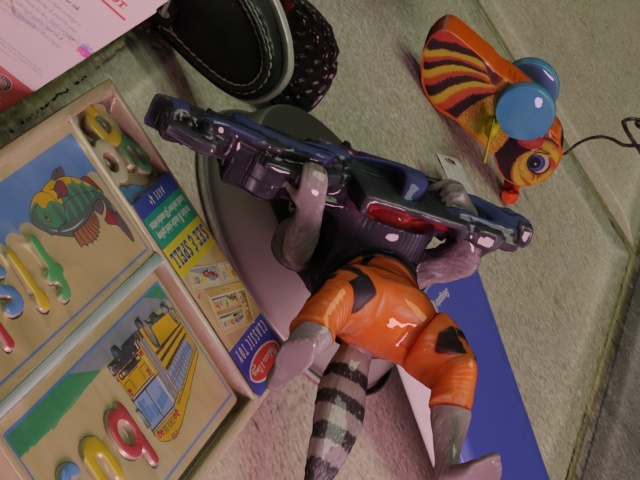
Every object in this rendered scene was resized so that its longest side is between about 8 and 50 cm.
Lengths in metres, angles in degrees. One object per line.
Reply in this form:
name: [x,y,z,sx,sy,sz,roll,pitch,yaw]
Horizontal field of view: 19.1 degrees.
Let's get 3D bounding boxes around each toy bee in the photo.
toy bee: [0.227,-0.125,2.243,0.298,0.162,0.195,40,29,13]

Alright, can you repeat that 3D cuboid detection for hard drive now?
hard drive: [0.147,0.178,1.752,0.319,0.040,0.210,70,22,-9]

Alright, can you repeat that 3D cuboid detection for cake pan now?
cake pan: [0.000,0.000,1.718,0.293,0.054,0.293,46,27,-32]

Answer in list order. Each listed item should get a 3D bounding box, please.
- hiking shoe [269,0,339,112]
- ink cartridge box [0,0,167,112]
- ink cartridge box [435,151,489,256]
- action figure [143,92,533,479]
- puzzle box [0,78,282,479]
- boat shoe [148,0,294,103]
hiking shoe: [-0.058,-0.217,1.796,0.114,0.086,0.227,38,-21,44]
ink cartridge box: [-0.195,-0.187,1.348,0.115,0.198,0.067,41,30,-39]
ink cartridge box: [0.150,-0.038,2.098,0.063,0.029,0.115,12,52,-60]
action figure: [-0.004,0.026,1.496,0.341,0.178,0.330,21,32,-16]
puzzle box: [-0.163,0.060,1.321,0.272,0.052,0.409,58,23,-9]
boat shoe: [-0.137,-0.245,1.658,0.302,0.114,0.091,52,21,9]
